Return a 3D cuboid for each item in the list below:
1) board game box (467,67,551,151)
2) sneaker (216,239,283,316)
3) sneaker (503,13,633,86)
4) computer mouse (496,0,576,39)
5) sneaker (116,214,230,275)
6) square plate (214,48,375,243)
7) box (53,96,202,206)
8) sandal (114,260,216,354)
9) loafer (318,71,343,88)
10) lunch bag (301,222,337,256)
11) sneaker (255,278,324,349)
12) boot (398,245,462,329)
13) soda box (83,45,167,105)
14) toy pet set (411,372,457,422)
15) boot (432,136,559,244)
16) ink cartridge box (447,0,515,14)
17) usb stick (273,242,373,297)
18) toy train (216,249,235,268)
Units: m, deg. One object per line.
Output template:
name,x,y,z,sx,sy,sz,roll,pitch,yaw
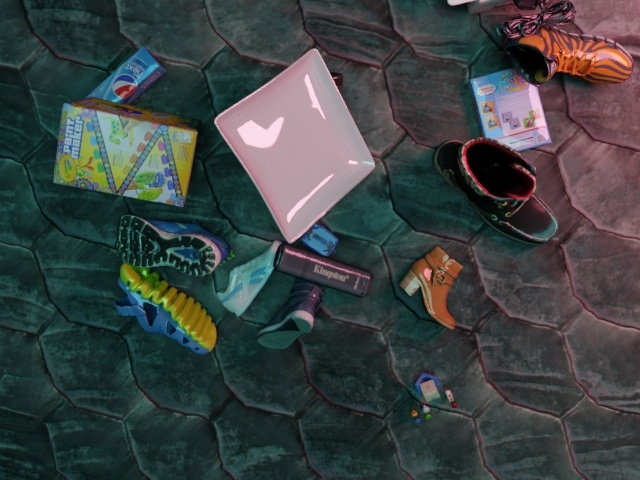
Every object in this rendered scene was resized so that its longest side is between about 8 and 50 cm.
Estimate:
board game box,0.487,-0.332,1.546,0.160,0.039,0.211,-15,94,2
sneaker,-0.181,0.087,1.567,0.092,0.087,0.228,36,92,1
sneaker,0.593,-0.427,1.458,0.321,0.124,0.180,21,50,8
computer mouse,0.476,-0.619,1.395,0.189,0.072,0.272,-18,106,-4
sneaker,-0.383,0.010,1.551,0.330,0.147,0.129,16,103,19
square plate,-0.052,-0.228,1.446,0.344,0.049,0.347,-43,116,-27
box,-0.438,-0.218,1.411,0.280,0.290,0.176,11,104,-12
sandal,-0.413,0.194,1.572,0.317,0.126,0.138,40,110,1
loafer,-0.033,-0.359,1.544,0.220,0.080,0.078,-29,118,3
lunch bag,0.000,0.000,1.566,0.098,0.065,0.067,35,94,-1
sneaker,-0.077,0.188,1.577,0.086,0.163,0.226,36,135,-21
boot,0.320,0.125,1.568,0.197,0.073,0.152,44,90,-5
soda box,-0.504,-0.400,1.545,0.210,0.071,0.067,-41,92,3
toy pet set,0.289,0.415,1.606,0.122,0.065,0.114,-23,128,6
boot,0.447,-0.116,1.438,0.377,0.284,0.138,42,94,-1
ink cartridge box,0.462,-0.694,1.479,0.354,0.119,0.206,-11,95,1
usb stick,0.009,0.078,1.533,0.278,0.045,0.077,19,76,-23
toy train,-0.265,0.053,1.600,0.083,0.017,0.023,-33,83,3
